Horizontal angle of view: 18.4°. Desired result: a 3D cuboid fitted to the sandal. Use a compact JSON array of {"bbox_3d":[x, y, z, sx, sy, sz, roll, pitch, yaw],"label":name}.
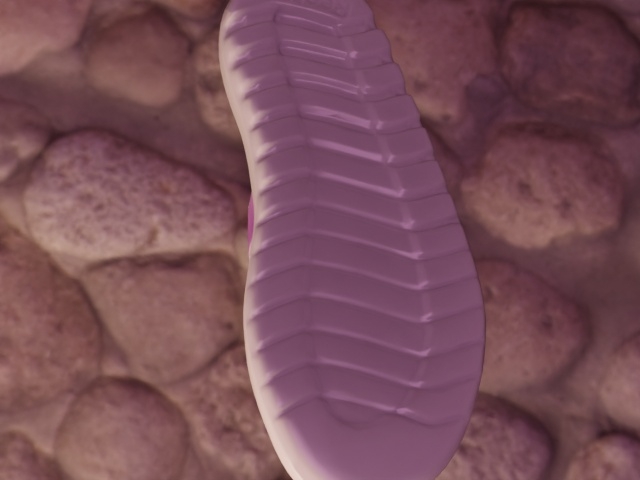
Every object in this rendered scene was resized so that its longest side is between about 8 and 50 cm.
[{"bbox_3d":[0.015,0.001,1.387,0.169,0.102,0.416,1,62,-14],"label":"sandal"}]
